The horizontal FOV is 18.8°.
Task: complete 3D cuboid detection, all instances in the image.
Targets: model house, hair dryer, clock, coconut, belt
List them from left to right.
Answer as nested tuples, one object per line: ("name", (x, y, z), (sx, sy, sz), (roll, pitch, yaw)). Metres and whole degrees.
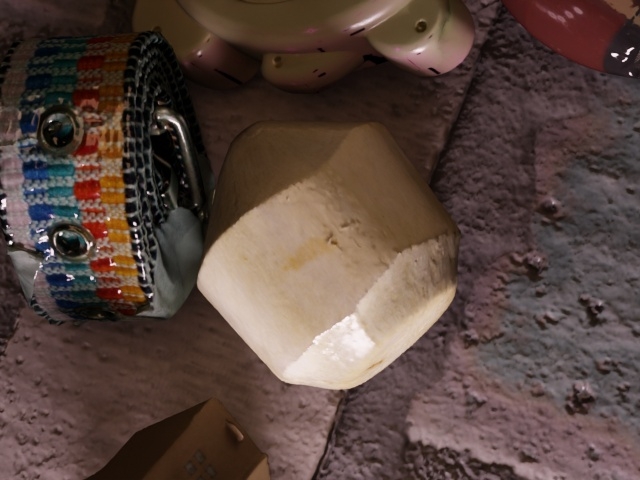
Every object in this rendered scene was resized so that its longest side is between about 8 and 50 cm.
("belt", (-0.175, -0.047, 1.582), (0.150, 0.257, 0.207), (-1, 43, 12))
("model house", (-0.105, 0.290, 1.569), (0.176, 0.181, 0.248), (-26, 105, 43))
("coconut", (0.000, 0.000, 1.566), (0.202, 0.202, 0.222), (-40, 77, 0))
("clock", (0.002, -0.262, 1.619), (0.309, 0.114, 0.284), (8, 79, 31))
("hair dryer", (0.270, -0.320, 1.650), (0.340, 0.123, 0.312), (-35, 65, -10))
